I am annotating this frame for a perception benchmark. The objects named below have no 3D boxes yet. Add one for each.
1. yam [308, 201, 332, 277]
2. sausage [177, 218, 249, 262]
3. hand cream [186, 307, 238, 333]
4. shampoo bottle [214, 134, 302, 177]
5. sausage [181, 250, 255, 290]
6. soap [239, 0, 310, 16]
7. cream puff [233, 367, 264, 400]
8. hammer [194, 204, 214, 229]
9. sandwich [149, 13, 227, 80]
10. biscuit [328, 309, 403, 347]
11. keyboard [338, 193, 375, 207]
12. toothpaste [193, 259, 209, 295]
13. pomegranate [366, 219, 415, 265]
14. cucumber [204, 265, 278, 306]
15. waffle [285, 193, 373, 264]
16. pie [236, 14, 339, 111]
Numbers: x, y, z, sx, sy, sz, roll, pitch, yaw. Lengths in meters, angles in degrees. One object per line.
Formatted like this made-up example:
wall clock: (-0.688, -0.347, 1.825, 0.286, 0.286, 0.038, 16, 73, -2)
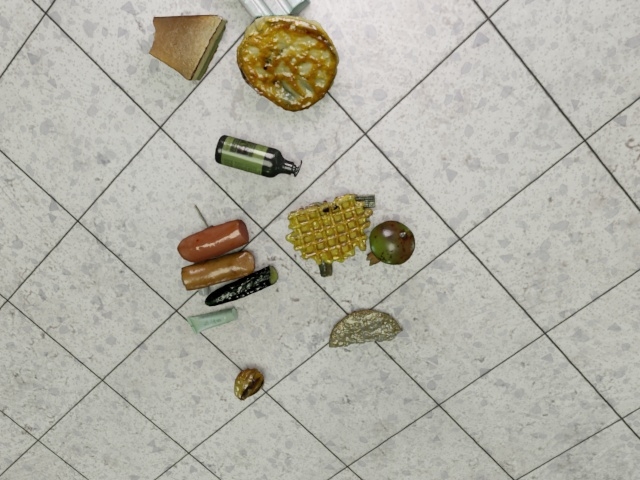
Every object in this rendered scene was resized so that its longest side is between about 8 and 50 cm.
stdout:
yam: (0.000, 0.000, 1.624, 0.061, 0.061, 0.274, -7, 109, 7)
sausage: (-0.387, 0.006, 1.627, 0.259, 0.113, 0.113, -20, 106, 8)
hand cream: (-0.421, 0.312, 1.771, 0.205, 0.050, 0.078, -17, 108, 15)
shampoo bottle: (-0.206, -0.272, 1.526, 0.284, 0.101, 0.101, 16, 109, 0)
sausage: (-0.369, 0.109, 1.653, 0.270, 0.109, 0.109, -15, 107, -7)
soap: (-0.187, -0.813, 1.335, 0.208, 0.115, 0.347, -36, 102, 17)
cream puff: (-0.291, 0.570, 1.811, 0.104, 0.119, 0.133, 41, 89, 16)
hammer: (-0.429, -0.081, 1.657, 0.035, 0.019, 0.110, -26, 99, 13)
sandwich: (-0.418, -0.642, 1.416, 0.186, 0.108, 0.220, 34, 110, -7)
biscuit: (0.164, 0.328, 1.727, 0.290, 0.038, 0.141, -9, 107, 6)
keyboard: (0.126, -0.135, 1.587, 0.129, 0.015, 0.049, -2, 108, 6)
toothpaste: (-0.449, 0.110, 1.711, 0.067, 0.043, 0.194, -2, 102, 3)
pomegranate: (0.235, 0.021, 1.571, 0.159, 0.159, 0.205, 38, 134, -8)
cucumber: (-0.299, 0.179, 1.700, 0.303, 0.081, 0.072, -24, 75, 16)
waffle: (0.034, -0.048, 1.555, 0.309, 0.065, 0.283, 26, 101, -24)
pie: (-0.097, -0.543, 1.400, 0.315, 0.092, 0.315, 2, 132, 3)
